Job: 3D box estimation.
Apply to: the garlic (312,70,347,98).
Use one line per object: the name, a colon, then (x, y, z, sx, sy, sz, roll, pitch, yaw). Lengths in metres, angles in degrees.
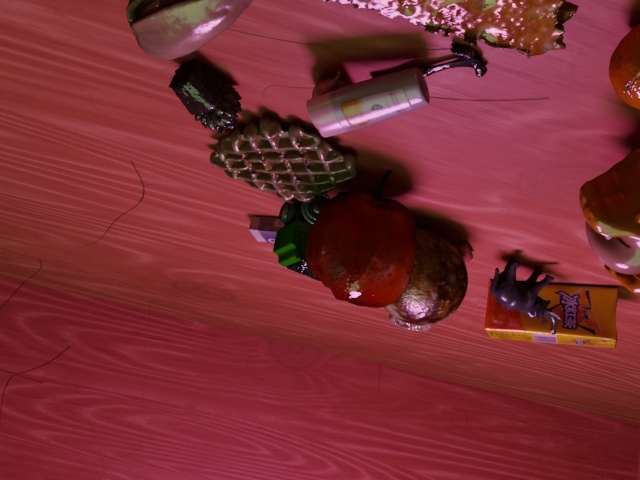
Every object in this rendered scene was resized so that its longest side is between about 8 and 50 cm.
garlic: (0.022, -0.255, 1.251, 0.084, 0.066, 0.152, -27, 148, 15)

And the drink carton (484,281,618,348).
drink carton: (0.657, 0.208, 1.991, 0.351, 0.155, 0.111, 2, 160, 23)

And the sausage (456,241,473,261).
sausage: (0.379, 0.031, 1.839, 0.034, 0.034, 0.083, 1, 156, 25)

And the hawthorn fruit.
hawthorn fruit: (0.106, -0.012, 1.551, 0.254, 0.300, 0.254, 20, -162, -7)

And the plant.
plant: (-0.210, -0.265, 1.293, 0.094, 0.092, 0.143, -15, 140, 35)

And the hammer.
hammer: (0.168, -0.281, 1.157, 0.201, 0.021, 0.078, -6, 153, 35)

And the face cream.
face cream: (0.079, -0.229, 1.167, 0.198, 0.057, 0.084, -15, 137, 24)

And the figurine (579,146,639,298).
figurine: (0.661, -0.033, 1.251, 0.268, 0.401, 0.387, 43, 178, 45)

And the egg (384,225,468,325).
egg: (0.242, 0.083, 1.763, 0.238, 0.238, 0.289, -6, 139, 37)

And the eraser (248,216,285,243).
eraser: (-0.081, -0.024, 1.907, 0.212, 0.046, 0.092, 5, 158, 16)

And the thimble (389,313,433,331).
thimble: (0.281, 0.186, 2.133, 0.137, 0.144, 0.190, 1, 157, 25)

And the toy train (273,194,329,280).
toy train: (0.000, 0.000, 1.734, 0.243, 0.188, 0.132, 23, 155, -26)

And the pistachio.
pistachio: (-0.201, -0.347, 1.036, 0.223, 0.126, 0.152, -15, -178, 40)

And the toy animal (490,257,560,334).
toy animal: (0.563, 0.141, 1.864, 0.269, 0.137, 0.082, 29, -175, -20)

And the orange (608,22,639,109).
orange: (0.471, -0.248, 0.967, 0.135, 0.118, 0.135, -4, 163, -1)

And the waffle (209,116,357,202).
waffle: (-0.080, -0.166, 1.528, 0.291, 0.056, 0.309, 23, 155, -27)

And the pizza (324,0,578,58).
pizza: (0.170, -0.354, 0.828, 0.439, 0.130, 0.406, -17, 147, 32)
